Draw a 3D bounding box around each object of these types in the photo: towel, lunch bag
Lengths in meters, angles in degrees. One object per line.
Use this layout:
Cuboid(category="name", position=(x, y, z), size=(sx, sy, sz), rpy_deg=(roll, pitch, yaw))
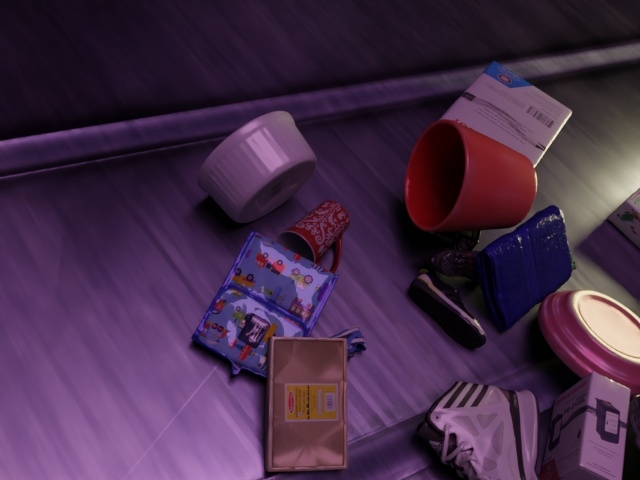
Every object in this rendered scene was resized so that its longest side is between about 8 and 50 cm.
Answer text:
Cuboid(category="towel", position=(0.519, 0.063, 1.768), size=(0.308, 0.076, 0.227), rpy_deg=(-28, 113, -32))
Cuboid(category="lunch bag", position=(-0.128, 0.166, 1.521), size=(0.221, 0.138, 0.293), rpy_deg=(28, 65, 0))

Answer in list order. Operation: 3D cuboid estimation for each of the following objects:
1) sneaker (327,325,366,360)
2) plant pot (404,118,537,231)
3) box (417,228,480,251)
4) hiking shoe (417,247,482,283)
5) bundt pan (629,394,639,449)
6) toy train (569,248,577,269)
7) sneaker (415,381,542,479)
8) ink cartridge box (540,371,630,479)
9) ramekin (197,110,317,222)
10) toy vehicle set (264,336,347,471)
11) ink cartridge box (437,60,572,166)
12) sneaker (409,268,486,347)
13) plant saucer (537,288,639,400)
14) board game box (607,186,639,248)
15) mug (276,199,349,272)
Cuboid(category="sneaker", position=(0.042, 0.243, 1.550), size=(0.144, 0.053, 0.059), rpy_deg=(-22, 68, -28))
Cuboid(category="plant pot", position=(0.378, -0.141, 1.716), size=(0.243, 0.275, 0.275), rpy_deg=(9, 54, -25))
Cuboid(category="box", position=(0.355, -0.069, 1.853), size=(0.147, 0.077, 0.180), rpy_deg=(23, 53, -2))
Cuboid(category="hiking shoe", position=(0.356, 0.053, 1.759), size=(0.227, 0.086, 0.114), rpy_deg=(13, 6, -38))
Cuboid(category="bundt pan", position=(0.822, 0.399, 1.426), size=(0.331, 0.124, 0.331), rpy_deg=(11, 41, -10))
Cuboid(category="toy train", position=(0.687, 0.046, 1.921), size=(0.024, 0.017, 0.083), rpy_deg=(-6, 58, -10))
Cuboid(category="sneaker", position=(0.314, 0.490, 1.425), size=(0.257, 0.169, 0.447), rpy_deg=(12, 45, 1))
Cuboid(category="ink cartridge box", position=(0.579, 0.433, 1.517), size=(0.100, 0.172, 0.237), rpy_deg=(26, 52, 1))
Cuboid(category="ramekin", position=(-0.141, -0.164, 1.641), size=(0.277, 0.277, 0.135), rpy_deg=(-31, 77, -33))
Cuboid(category="toy vehicle set", position=(-0.028, 0.332, 1.418), size=(0.166, 0.035, 0.267), rpy_deg=(5, 76, -16))
Cuboid(category="ink cartridge box", position=(0.509, -0.307, 2.013), size=(0.285, 0.166, 0.395), rpy_deg=(36, 52, 9))
Cuboid(category="sneaker", position=(0.324, 0.154, 1.684), size=(0.235, 0.084, 0.097), rpy_deg=(44, 54, 14))
Cuboid(category="plant saucer", position=(0.695, 0.234, 1.690), size=(0.332, 0.084, 0.332), rpy_deg=(18, 35, -13))
Cuboid(category="board game box", position=(1.037, -0.032, 2.042), size=(0.224, 0.097, 0.303), rpy_deg=(-32, 72, -34))
Cuboid(category="mug", position=(-0.008, -0.003, 1.691), size=(0.113, 0.150, 0.169), rpy_deg=(10, 38, 35))
